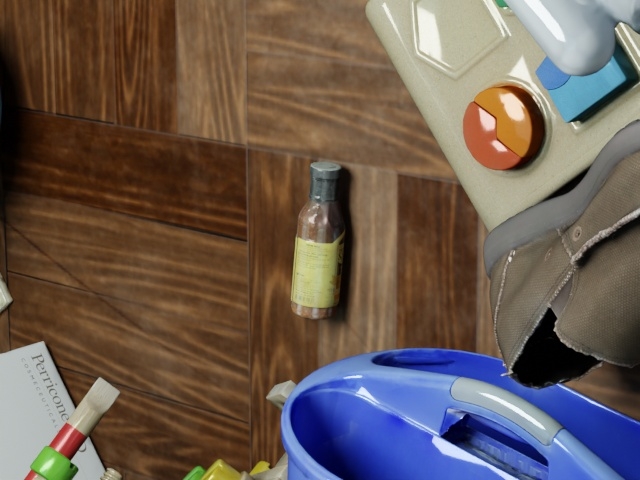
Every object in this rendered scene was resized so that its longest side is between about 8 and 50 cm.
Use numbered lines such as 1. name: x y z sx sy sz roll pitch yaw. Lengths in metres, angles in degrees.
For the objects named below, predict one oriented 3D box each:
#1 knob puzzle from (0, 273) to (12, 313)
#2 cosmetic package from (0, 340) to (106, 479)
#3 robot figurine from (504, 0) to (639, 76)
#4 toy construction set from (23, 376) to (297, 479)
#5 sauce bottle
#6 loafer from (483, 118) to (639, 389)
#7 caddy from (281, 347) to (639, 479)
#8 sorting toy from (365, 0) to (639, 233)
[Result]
1. knob puzzle: -0.406 0.021 1.964 0.213 0.030 0.213 12 108 41
2. cosmetic package: -0.390 0.244 1.771 0.155 0.365 0.197 -37 77 43
3. robot figurine: 0.236 -0.237 1.193 0.300 0.200 0.353 -40 69 9
4. toy construction set: -0.081 0.206 1.611 0.309 0.257 0.237 31 76 16
5. sauce bottle: 0.000 0.000 1.576 0.042 0.042 0.128 22 115 38
6. loafer: 0.221 0.019 1.254 0.366 0.133 0.130 137 139 -66
7. caddy: 0.125 0.187 1.373 0.341 0.241 0.179 25 123 36
8. sorting toy: 0.120 -0.184 1.421 0.229 0.041 0.307 -40 73 41
